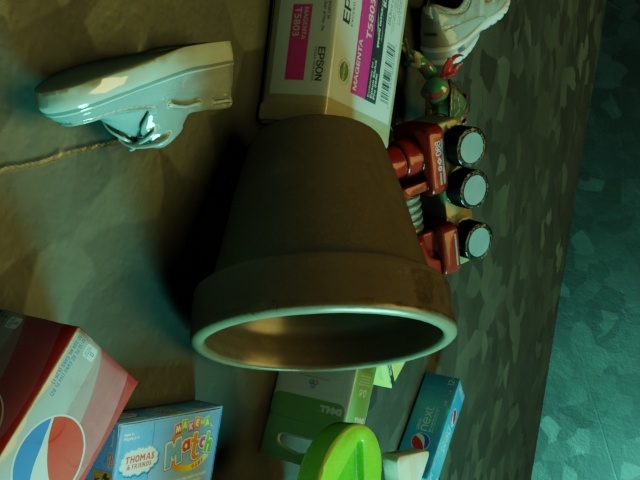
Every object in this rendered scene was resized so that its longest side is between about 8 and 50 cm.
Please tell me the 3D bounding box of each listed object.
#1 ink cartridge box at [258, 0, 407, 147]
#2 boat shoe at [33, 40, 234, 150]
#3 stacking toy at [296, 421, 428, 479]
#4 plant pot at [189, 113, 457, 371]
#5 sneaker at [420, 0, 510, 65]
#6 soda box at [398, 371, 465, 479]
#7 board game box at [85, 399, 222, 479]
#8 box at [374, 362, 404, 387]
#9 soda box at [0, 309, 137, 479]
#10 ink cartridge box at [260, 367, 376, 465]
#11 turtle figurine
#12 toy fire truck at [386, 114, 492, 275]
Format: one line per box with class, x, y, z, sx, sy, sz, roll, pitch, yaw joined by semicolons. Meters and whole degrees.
ink cartridge box;0.023;-0.238;0.897;0.193;0.088;0.234;3;95;-63
boat shoe;-0.139;-0.118;0.629;0.227;0.079;0.081;-39;126;-57
stacking toy;-0.007;0.342;0.837;0.309;0.131;0.279;33;66;-53
plant pot;0.000;0.000;0.777;0.263;0.263;0.229;37;47;-59
sneaker;0.247;-0.411;1.253;0.281;0.105;0.115;-59;144;-36
soda box;0.206;0.358;1.406;0.210;0.071;0.067;-63;147;-32
board game box;-0.167;0.267;0.717;0.160;0.039;0.211;13;86;-62
box;0.130;0.126;1.220;0.232;0.058;0.087;-53;140;-42
soda box;-0.239;0.184;0.514;0.263;0.084;0.092;-66;148;-29
ink cartridge box;0.006;0.178;0.945;0.062;0.109;0.209;31;69;-59
turtle figurine;0.173;-0.200;1.169;0.234;0.118;0.175;50;53;-62
toy fire truck;0.118;-0.040;1.024;0.247;0.159;0.216;-21;114;-28
